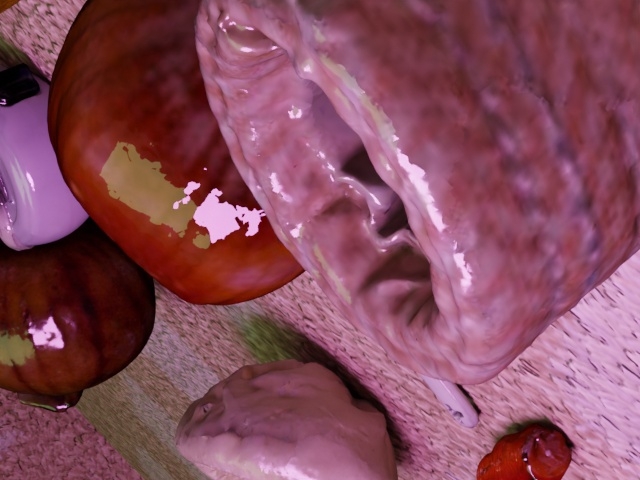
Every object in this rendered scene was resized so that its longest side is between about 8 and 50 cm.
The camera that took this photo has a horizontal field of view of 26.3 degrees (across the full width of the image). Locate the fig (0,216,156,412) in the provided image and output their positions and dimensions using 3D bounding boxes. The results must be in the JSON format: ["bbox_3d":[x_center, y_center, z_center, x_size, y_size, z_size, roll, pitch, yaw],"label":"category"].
[{"bbox_3d":[-0.289,0.072,1.502,0.214,0.235,0.235,53,161,-15],"label":"fig"}]

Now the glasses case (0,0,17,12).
[{"bbox_3d":[-0.261,-0.214,0.938,0.141,0.173,0.371,53,163,-14],"label":"glasses case"}]

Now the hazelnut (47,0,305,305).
[{"bbox_3d":[-0.066,-0.072,0.835,0.212,0.181,0.181,47,-170,4],"label":"hazelnut"}]

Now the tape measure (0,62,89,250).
[{"bbox_3d":[-0.308,-0.085,1.370,0.178,0.105,0.196,-2,111,56],"label":"tape measure"}]

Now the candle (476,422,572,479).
[{"bbox_3d":[0.150,0.169,1.026,0.162,0.048,0.053,121,140,-71],"label":"candle"}]

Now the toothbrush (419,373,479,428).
[{"bbox_3d":[-0.003,0.003,1.020,0.386,0.040,0.040,52,161,-13],"label":"toothbrush"}]

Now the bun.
[{"bbox_3d":[-0.023,0.185,1.277,0.231,0.133,0.231,21,164,6],"label":"bun"}]

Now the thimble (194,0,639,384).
[{"bbox_3d":[0.053,-0.056,0.615,0.196,0.148,0.229,28,151,50],"label":"thimble"}]
